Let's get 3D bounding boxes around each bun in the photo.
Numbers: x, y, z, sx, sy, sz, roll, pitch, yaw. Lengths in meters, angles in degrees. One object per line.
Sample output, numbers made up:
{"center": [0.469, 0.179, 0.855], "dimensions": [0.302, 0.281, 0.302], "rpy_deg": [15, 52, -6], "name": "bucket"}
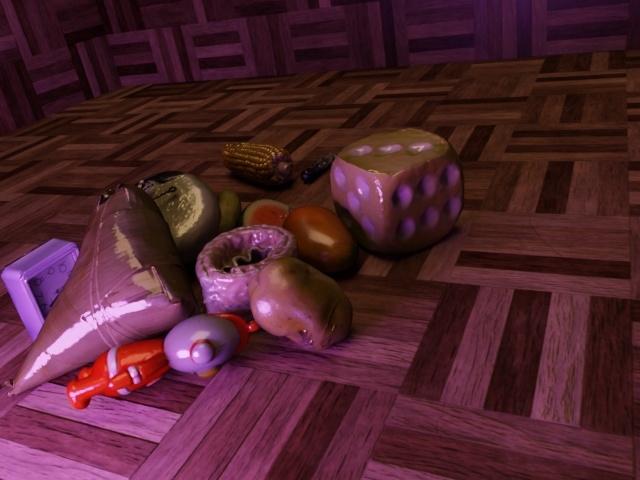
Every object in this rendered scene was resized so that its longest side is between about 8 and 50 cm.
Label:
{"center": [-0.366, -0.028, 1.419], "dimensions": [0.283, 0.179, 0.283], "rpy_deg": [-7, 58, 11], "name": "bun"}

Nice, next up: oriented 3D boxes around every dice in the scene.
{"center": [0.178, -0.117, 1.358], "dimensions": [0.238, 0.227, 0.233], "rpy_deg": [-23, 30, -21], "name": "dice"}

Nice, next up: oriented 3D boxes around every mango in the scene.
{"center": [-0.006, 0.001, 1.315], "dimensions": [0.151, 0.120, 0.221], "rpy_deg": [-16, 35, -14], "name": "mango"}

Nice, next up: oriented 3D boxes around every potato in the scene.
{"center": [-0.037, 0.113, 1.059], "dimensions": [0.137, 0.200, 0.154], "rpy_deg": [-62, 24, -1], "name": "potato"}

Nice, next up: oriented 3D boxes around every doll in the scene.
{"center": [-0.265, 0.206, 1.028], "dimensions": [0.336, 0.105, 0.200], "rpy_deg": [-20, 5, -7], "name": "doll"}

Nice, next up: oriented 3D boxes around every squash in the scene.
{"center": [-0.261, -0.068, 1.580], "dimensions": [0.083, 0.083, 0.250], "rpy_deg": [-7, 26, 6], "name": "squash"}

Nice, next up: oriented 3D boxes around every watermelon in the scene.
{"center": [-0.155, -0.042, 1.518], "dimensions": [0.119, 0.063, 0.245], "rpy_deg": [26, 32, 2], "name": "watermelon"}

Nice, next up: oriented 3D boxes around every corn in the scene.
{"center": [-0.206, -0.253, 1.864], "dimensions": [0.130, 0.130, 0.347], "rpy_deg": [-29, 33, -33], "name": "corn"}

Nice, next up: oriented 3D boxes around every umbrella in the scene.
{"center": [-0.006, -0.239, 1.849], "dimensions": [0.050, 0.046, 0.188], "rpy_deg": [39, 43, 6], "name": "umbrella"}

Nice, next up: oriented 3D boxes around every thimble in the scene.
{"center": [-0.143, 0.074, 1.197], "dimensions": [0.196, 0.148, 0.229], "rpy_deg": [0, 29, 13], "name": "thimble"}

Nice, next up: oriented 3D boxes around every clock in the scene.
{"center": [-0.556, 0.110, 1.218], "dimensions": [0.073, 0.193, 0.144], "rpy_deg": [7, 33, 27], "name": "clock"}

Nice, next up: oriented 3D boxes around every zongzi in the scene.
{"center": [-0.472, 0.051, 1.192], "dimensions": [0.418, 0.181, 0.447], "rpy_deg": [-27, 54, -3], "name": "zongzi"}
